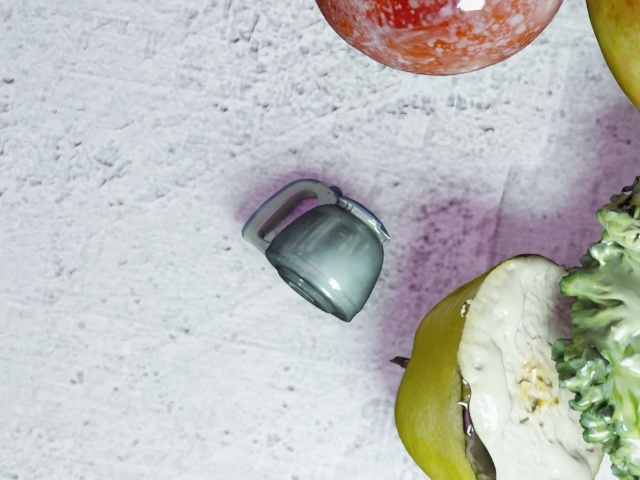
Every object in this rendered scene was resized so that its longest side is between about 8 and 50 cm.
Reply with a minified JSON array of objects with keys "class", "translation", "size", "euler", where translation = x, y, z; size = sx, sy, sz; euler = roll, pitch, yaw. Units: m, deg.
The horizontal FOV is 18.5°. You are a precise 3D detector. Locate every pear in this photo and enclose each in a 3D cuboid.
[{"class":"pear","translation":[0.151,0.151,1.860],"size":[0.178,0.267,0.267],"euler":[-12,84,44]}]

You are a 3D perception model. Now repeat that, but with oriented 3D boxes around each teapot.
[{"class":"teapot","translation":[0.008,0.007,1.938],"size":[0.108,0.149,0.111],"euler":[-49,118,-9]}]

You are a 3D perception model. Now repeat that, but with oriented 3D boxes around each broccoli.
[{"class":"broccoli","translation":[0.391,0.090,1.781],"size":[0.272,0.324,0.334],"euler":[18,103,55]}]

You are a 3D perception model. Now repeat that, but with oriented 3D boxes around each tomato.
[{"class":"tomato","translation":[0.119,-0.281,1.849],"size":[0.270,0.227,0.270],"euler":[-10,69,29]}]

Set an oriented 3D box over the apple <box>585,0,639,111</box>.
[{"class":"apple","translation":[0.402,-0.239,1.736],"size":[0.339,0.339,0.339],"euler":[0,88,12]}]
